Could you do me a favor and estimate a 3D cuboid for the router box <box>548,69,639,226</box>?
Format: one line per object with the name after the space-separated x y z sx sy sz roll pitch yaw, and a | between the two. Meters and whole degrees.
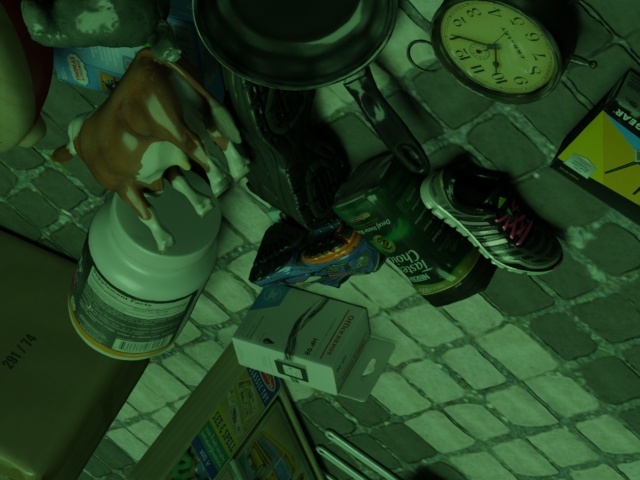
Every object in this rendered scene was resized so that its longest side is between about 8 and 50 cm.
0.328 -0.067 1.432 0.179 0.046 0.133 33 147 -2 | router box

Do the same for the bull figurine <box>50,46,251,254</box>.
-0.188 -0.099 1.637 0.188 0.101 0.310 48 153 -2 | bull figurine

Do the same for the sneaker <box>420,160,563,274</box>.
0.187 -0.026 1.580 0.170 0.063 0.075 35 153 3 | sneaker

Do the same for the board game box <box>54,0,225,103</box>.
-0.213 -0.219 1.669 0.212 0.039 0.160 18 144 19 | board game box

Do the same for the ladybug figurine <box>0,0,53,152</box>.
-0.442 -0.289 1.617 0.449 0.162 0.305 51 149 -15 | ladybug figurine

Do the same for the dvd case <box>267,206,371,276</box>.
0.000 0.000 1.807 0.087 0.013 0.119 -8 131 44 | dvd case

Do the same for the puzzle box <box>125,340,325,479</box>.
-0.109 0.367 2.124 0.052 0.272 0.409 13 141 33 | puzzle box

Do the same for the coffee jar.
0.107 -0.007 1.655 0.184 0.079 0.096 43 145 -18 | coffee jar

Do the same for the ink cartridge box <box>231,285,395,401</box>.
-0.007 0.126 1.894 0.180 0.104 0.060 15 142 22 | ink cartridge box

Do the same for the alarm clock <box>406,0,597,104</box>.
0.156 -0.189 1.395 0.192 0.064 0.129 -10 129 42 | alarm clock

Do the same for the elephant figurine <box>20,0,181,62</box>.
-0.232 -0.316 1.474 0.186 0.169 0.239 -1 125 -3 | elephant figurine

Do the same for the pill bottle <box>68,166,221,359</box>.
-0.220 0.028 1.884 0.162 0.162 0.278 31 146 0 | pill bottle

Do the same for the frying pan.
0.029 -0.204 1.472 0.326 0.053 0.197 26 129 -24 | frying pan

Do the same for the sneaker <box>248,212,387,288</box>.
-0.007 0.026 1.766 0.087 0.083 0.221 34 154 -28 | sneaker

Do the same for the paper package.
-0.436 0.182 2.103 0.310 0.325 0.168 24 146 10 | paper package

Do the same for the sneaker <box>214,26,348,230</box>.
-0.068 -0.131 1.618 0.130 0.109 0.286 20 142 34 | sneaker

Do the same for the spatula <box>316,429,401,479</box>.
0.079 0.373 2.221 0.242 0.019 0.168 35 147 -6 | spatula
